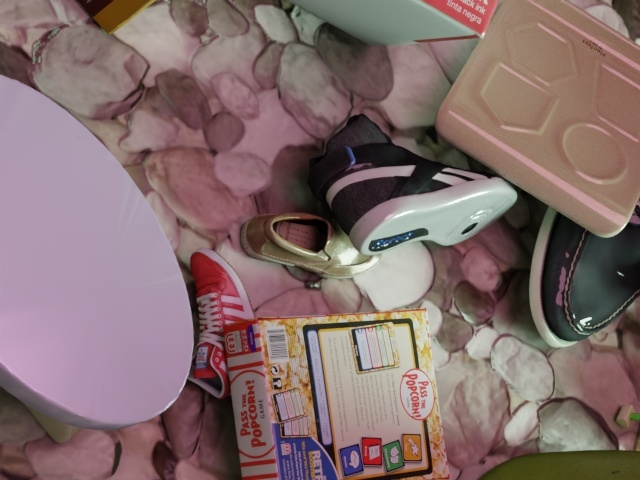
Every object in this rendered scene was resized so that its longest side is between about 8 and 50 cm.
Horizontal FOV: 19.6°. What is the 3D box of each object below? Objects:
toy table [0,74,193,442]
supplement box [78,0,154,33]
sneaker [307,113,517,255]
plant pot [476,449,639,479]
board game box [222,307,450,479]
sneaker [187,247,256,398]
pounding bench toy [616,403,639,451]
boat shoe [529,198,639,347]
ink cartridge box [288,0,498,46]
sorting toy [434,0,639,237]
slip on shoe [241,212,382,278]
[{"bbox_3d":[-0.225,0.023,1.317,0.252,0.161,0.274,-29,92,-38],"label":"toy table"},{"bbox_3d":[-0.151,-0.311,1.499,0.194,0.129,0.191,49,54,-12],"label":"supplement box"},{"bbox_3d":[0.077,-0.060,1.605,0.217,0.079,0.121,-8,56,-52],"label":"sneaker"},{"bbox_3d":[0.288,0.281,1.498,0.275,0.293,0.274,12,68,-31],"label":"plant pot"},{"bbox_3d":[0.016,0.132,1.491,0.193,0.045,0.146,0,80,-44],"label":"board game box"},{"bbox_3d":[-0.087,0.068,1.470,0.067,0.042,0.118,-29,94,-41],"label":"sneaker"},{"bbox_3d":[0.320,0.174,1.699,0.083,0.065,0.052,34,58,-21],"label":"pounding bench toy"},{"bbox_3d":[0.310,-0.030,1.718,0.340,0.113,0.127,-46,122,-38],"label":"boat shoe"},{"bbox_3d":[0.096,-0.313,1.578,0.114,0.197,0.272,25,82,-26],"label":"ink cartridge box"},{"bbox_3d":[0.218,-0.119,1.674,0.193,0.038,0.208,32,55,0],"label":"sorting toy"},{"bbox_3d":[0.000,0.000,1.553,0.135,0.041,0.051,12,68,-31],"label":"slip on shoe"}]
